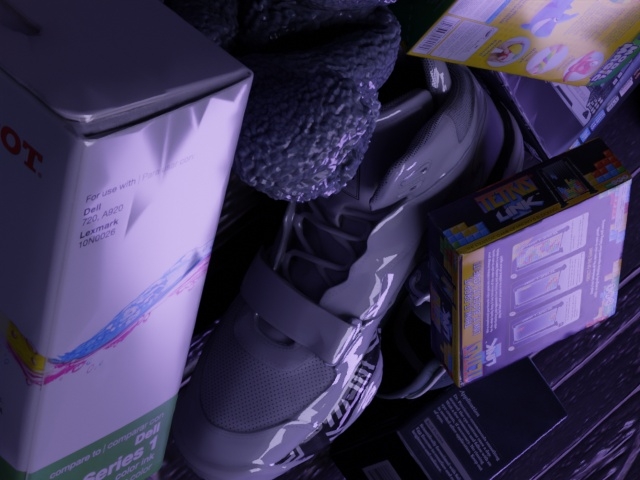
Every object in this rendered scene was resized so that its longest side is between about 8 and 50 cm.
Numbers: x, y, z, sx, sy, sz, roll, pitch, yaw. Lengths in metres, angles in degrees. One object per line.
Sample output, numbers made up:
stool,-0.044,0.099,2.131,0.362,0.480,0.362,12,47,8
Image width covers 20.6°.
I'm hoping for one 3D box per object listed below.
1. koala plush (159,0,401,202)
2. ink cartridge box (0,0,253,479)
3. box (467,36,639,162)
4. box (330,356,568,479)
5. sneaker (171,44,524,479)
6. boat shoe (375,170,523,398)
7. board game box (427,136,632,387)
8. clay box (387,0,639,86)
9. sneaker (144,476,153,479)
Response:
koala plush,-0.001,-0.159,1.020,0.221,0.196,0.203,-57,164,12
ink cartridge box,-0.163,-0.013,0.918,0.117,0.201,0.278,-25,143,-41
box,0.235,-0.227,1.389,0.307,0.076,0.242,-49,153,-2
box,0.117,0.181,1.637,0.158,0.093,0.156,-34,180,-28
sneaker,0.000,0.000,1.262,0.366,0.137,0.210,-51,153,-10
boat shoe,0.119,0.051,1.456,0.099,0.116,0.319,-30,169,-29
board game box,0.149,0.018,1.277,0.141,0.048,0.170,-23,145,-13
clay box,0.159,-0.171,1.193,0.222,0.053,0.127,3,140,-47
sneaker,-0.247,0.302,1.262,0.350,0.131,0.148,-51,157,1
